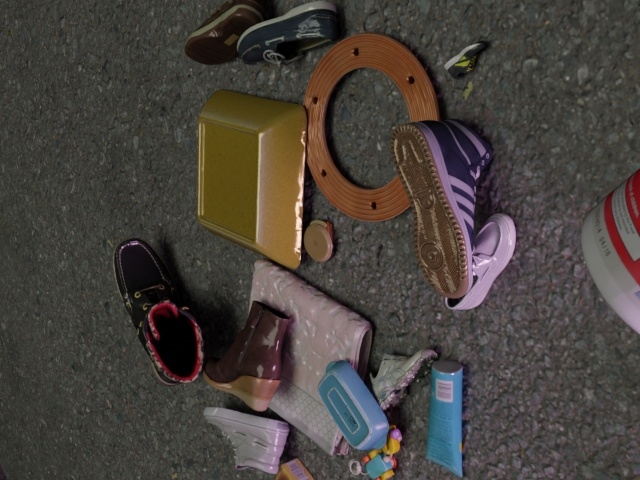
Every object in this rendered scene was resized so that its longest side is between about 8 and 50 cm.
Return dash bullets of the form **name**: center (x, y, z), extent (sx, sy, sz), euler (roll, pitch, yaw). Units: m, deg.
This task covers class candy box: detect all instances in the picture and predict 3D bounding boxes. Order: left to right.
- **candy box**: center (-0.030, 0.574, 1.773), extent (0.187, 0.053, 0.109), euler (44, 127, 30)

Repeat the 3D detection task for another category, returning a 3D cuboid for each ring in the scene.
- **ring**: center (0.088, -0.202, 1.496), extent (0.337, 0.032, 0.336), euler (13, 108, 46)

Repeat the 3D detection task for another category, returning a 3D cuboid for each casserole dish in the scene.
- **casserole dish**: center (0.055, 0.315, 1.564), extent (0.188, 0.037, 0.114), euler (54, 138, 21)

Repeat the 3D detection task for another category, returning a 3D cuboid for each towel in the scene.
- **towel**: center (-0.044, 0.238, 1.716), extent (0.332, 0.053, 0.316), euler (29, 118, 39)

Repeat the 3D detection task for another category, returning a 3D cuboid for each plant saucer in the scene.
- **plant saucer**: center (-0.164, -0.131, 1.724), extent (0.333, 0.081, 0.332), euler (21, 114, 49)

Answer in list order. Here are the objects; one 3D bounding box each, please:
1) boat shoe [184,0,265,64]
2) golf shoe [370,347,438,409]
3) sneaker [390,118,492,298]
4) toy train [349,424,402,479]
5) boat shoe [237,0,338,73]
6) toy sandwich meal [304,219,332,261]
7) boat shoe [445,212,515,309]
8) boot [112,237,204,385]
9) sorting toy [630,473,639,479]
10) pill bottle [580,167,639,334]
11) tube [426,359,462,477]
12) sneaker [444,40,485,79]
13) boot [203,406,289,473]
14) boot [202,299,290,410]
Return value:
- **boat shoe**: center (-0.190, -0.443, 1.717), extent (0.257, 0.095, 0.095), euler (-11, 56, 50)
- **golf shoe**: center (0.141, 0.233, 1.508), extent (0.176, 0.069, 0.086), euler (-52, 55, 38)
- **sneaker**: center (0.214, -0.060, 1.313), extent (0.099, 0.153, 0.282), euler (-11, 97, 46)
- **toy train**: center (0.108, 0.381, 1.591), extent (0.125, 0.046, 0.166), euler (20, 109, 45)
- **boat shoe**: center (-0.065, -0.375, 1.580), extent (0.255, 0.095, 0.079), euler (-12, 78, 39)
- **toy sandwich meal**: center (0.000, 0.000, 1.636), extent (0.086, 0.029, 0.085), euler (17, 115, 42)
- **boat shoe**: center (0.253, 0.038, 1.344), extent (0.066, 0.063, 0.184), euler (48, 130, 29)
- **boot**: center (-0.375, 0.163, 1.917), extent (0.284, 0.138, 0.377), euler (161, 92, -73)
- **sorting toy**: center (0.516, 0.392, 1.131), extent (0.196, 0.047, 0.347), euler (58, 150, 26)
- **pill bottle**: center (0.511, -0.060, 0.924), extent (0.407, 0.229, 0.229), euler (-49, 63, 41)
- **tube**: center (0.219, 0.312, 1.455), extent (0.080, 0.052, 0.207), euler (22, 119, 48)
- **sneaker**: center (0.236, -0.287, 1.323), extent (0.083, 0.031, 0.035), euler (-33, 88, 50)
- **boot**: center (-0.182, 0.447, 1.852), extent (0.258, 0.095, 0.123), euler (-1, 71, 46)
- **boot**: center (-0.155, 0.226, 1.757), extent (0.248, 0.090, 0.206), euler (18, 96, 51)
